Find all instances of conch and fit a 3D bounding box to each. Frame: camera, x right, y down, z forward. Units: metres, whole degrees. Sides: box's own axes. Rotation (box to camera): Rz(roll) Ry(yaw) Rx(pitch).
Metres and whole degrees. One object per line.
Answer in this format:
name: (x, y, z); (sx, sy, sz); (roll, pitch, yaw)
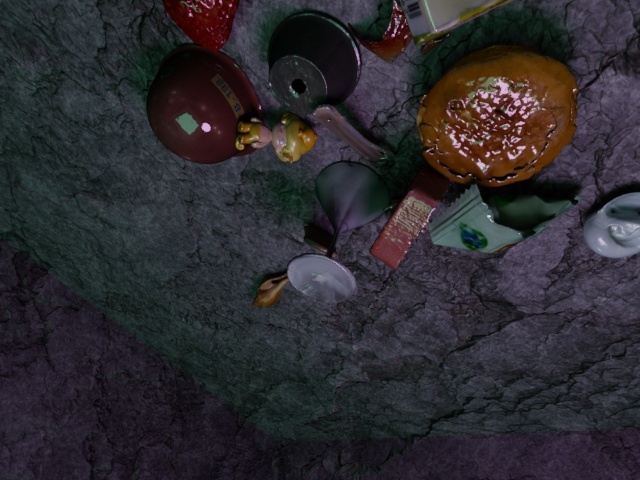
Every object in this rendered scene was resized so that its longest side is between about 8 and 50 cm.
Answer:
conch: (-0.199, 0.201, 1.892); (0.330, 0.093, 0.109); (-42, 93, 22)
conch: (0.863, -0.049, 1.218); (0.221, 0.121, 0.185); (-26, 116, 29)

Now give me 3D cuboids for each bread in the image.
bread: (0.427, -0.306, 1.073); (0.357, 0.204, 0.337); (-7, 127, 22)

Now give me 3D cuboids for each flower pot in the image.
flower pot: (-0.035, -0.439, 1.139); (0.268, 0.166, 0.269); (9, 136, 9)

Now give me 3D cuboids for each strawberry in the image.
strawberry: (-0.296, -0.596, 1.095); (0.205, 0.205, 0.244); (16, 158, 5)

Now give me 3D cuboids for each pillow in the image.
pillow: (-0.003, -0.001, 1.539); (0.135, 0.211, 0.034); (29, 105, -8)

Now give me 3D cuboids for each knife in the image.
knife: (0.100, -0.294, 1.212); (0.089, 0.043, 0.365); (-20, 154, 31)

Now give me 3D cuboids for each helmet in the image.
helmet: (-0.370, -0.359, 1.298); (0.337, 0.230, 0.385); (-14, 125, 30)

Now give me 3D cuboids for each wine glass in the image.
wine glass: (0.050, -0.024, 1.343); (0.266, 0.406, 0.267); (13, 137, 12)

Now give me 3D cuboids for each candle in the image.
candle: (0.247, -0.080, 1.203); (0.131, 0.317, 0.287); (31, 175, 6)

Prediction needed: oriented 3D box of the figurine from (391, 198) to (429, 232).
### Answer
figurine: (0.291, -0.080, 1.406); (0.137, 0.125, 0.125); (-3, 132, 36)

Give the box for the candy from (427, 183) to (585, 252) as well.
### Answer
candy: (0.537, -0.060, 1.240); (0.397, 0.172, 0.263); (-5, 164, -24)

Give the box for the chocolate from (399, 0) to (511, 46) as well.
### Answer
chocolate: (0.275, -0.578, 0.818); (0.288, 0.137, 0.301); (-24, 115, 9)

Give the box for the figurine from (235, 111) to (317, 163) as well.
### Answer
figurine: (-0.127, -0.309, 1.296); (0.246, 0.157, 0.131); (3, 176, -26)

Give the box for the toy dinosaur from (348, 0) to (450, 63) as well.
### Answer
toy dinosaur: (0.234, -0.544, 1.001); (0.206, 0.113, 0.327); (10, 154, -27)
